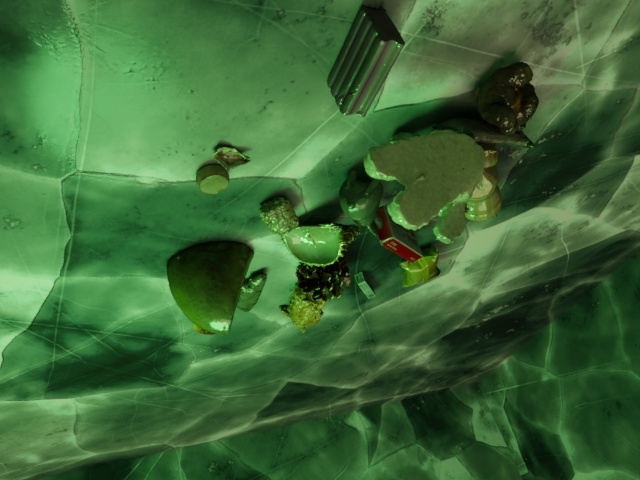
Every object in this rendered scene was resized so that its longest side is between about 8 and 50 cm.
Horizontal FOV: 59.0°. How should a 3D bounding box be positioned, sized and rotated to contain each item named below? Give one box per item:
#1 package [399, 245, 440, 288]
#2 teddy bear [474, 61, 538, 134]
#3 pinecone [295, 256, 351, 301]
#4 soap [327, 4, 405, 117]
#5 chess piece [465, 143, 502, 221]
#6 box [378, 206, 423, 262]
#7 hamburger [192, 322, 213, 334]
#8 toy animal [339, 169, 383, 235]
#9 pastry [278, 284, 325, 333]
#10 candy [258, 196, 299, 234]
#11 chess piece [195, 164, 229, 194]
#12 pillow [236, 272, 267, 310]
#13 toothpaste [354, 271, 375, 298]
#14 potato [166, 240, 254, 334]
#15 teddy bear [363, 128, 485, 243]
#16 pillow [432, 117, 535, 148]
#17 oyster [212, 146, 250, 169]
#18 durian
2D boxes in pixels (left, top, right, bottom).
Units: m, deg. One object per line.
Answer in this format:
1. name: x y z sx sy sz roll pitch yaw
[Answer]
1. package: 0.375 0.099 2.115 0.168 0.090 0.226 -22 151 -3
2. teddy bear: 0.485 -0.357 1.447 0.190 0.140 0.177 8 97 -40
3. pinecone: 0.007 0.120 1.887 0.179 0.149 0.195 -31 144 28
4. soap: 0.091 -0.374 1.201 0.066 0.122 0.203 -3 146 -28
5. chess piece: 0.474 -0.188 1.717 0.137 0.137 0.301 -24 143 7
6. box: 0.249 -0.017 1.837 0.050 0.122 0.229 -30 148 24
7. hamburger: -0.378 0.283 1.983 0.141 0.081 0.126 -18 148 -2
8. toy animal: 0.122 -0.093 1.644 0.127 0.125 0.251 -30 150 -6
9. pastry: -0.063 0.249 2.086 0.154 0.102 0.250 -7 146 -19
10. candy: -0.118 -0.069 1.600 0.095 0.085 0.110 -26 138 -6
11. chess piece: -0.270 -0.153 1.418 0.084 0.038 0.083 -16 148 -11
12. pillow: -0.249 0.183 1.930 0.093 0.051 0.241 -3 147 -25
13. toothpaste: 0.171 0.174 2.156 0.034 0.046 0.164 -24 148 9
14. potato: -0.297 0.139 1.642 0.270 0.255 0.112 -10 148 -15
15. teddy bear: 0.259 -0.131 1.494 0.376 0.327 0.362 -25 172 -21
16. pillow: 0.446 -0.292 1.520 0.255 0.169 0.059 1 112 -29
17. oyster: -0.219 -0.201 1.378 0.093 0.034 0.051 27 110 -36
18. durian: 0.000 0.000 1.694 0.252 0.144 0.139 2 158 30
